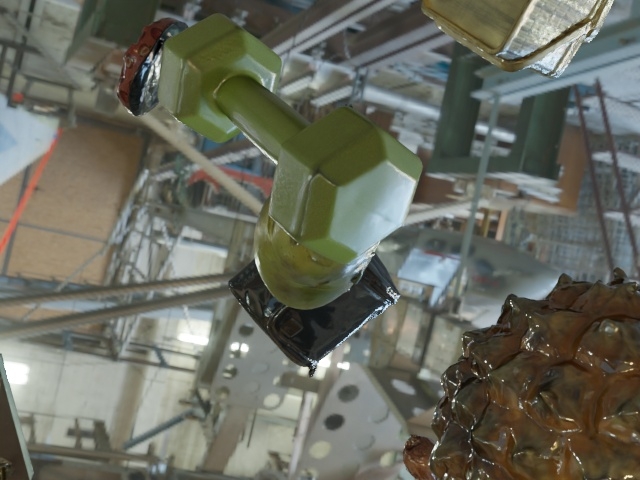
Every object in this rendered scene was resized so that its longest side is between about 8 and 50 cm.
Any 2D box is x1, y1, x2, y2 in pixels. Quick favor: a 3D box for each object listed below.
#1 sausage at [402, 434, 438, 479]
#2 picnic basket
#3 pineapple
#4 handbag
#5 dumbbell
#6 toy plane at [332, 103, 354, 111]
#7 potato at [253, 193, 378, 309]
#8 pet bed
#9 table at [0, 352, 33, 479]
[{"bbox_3d":[0.212,0.383,1.318,0.078,0.078,0.304,12,168,31],"label":"sausage"},{"bbox_3d":[0.331,-0.428,1.188,0.175,0.312,0.228,8,-150,-38],"label":"picnic basket"},{"bbox_3d":[0.128,0.100,0.406,0.166,0.166,0.193,13,153,-31],"label":"pineapple"},{"bbox_3d":[-0.014,0.110,1.641,0.275,0.302,0.178,55,-167,15],"label":"handbag"},{"bbox_3d":[-0.040,-0.100,0.679,0.121,0.108,0.302,28,-168,-47],"label":"dumbbell"},{"bbox_3d":[0.062,-0.145,1.295,0.096,0.235,0.060,4,143,-41],"label":"toy plane"},{"bbox_3d":[0.000,0.000,0.963,0.169,0.143,0.248,-19,155,-19],"label":"potato"},{"bbox_3d":[-0.295,-0.311,1.379,0.053,0.201,0.201,31,-179,4],"label":"pet bed"},{"bbox_3d":[-0.600,0.337,1.350,0.122,0.240,0.111,-12,-169,-9],"label":"table"}]
